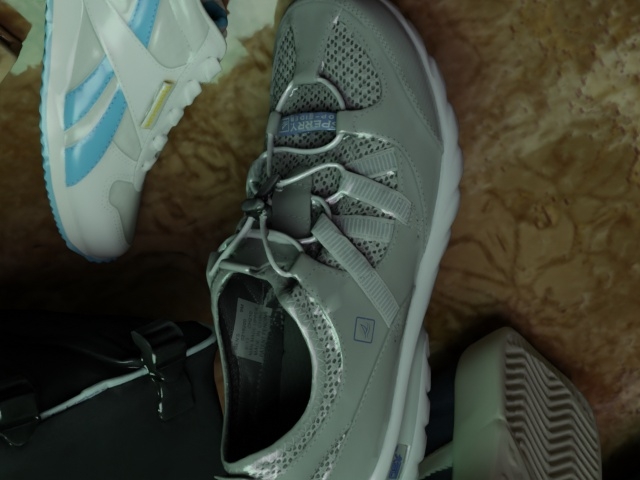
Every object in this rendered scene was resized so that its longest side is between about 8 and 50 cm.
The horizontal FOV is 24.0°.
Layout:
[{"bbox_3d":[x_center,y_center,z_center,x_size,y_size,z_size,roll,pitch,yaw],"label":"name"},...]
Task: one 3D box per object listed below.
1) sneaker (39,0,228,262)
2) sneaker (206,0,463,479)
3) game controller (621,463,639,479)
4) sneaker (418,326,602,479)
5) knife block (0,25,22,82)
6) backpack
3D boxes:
[{"bbox_3d":[-0.096,-0.088,0.787,0.092,0.087,0.229,4,120,-6],"label":"sneaker"},{"bbox_3d":[0.000,0.000,0.754,0.105,0.281,0.115,-10,166,41],"label":"sneaker"},{"bbox_3d":[0.204,0.234,0.944,0.319,0.067,0.166,-43,109,6],"label":"game controller"},{"bbox_3d":[0.065,0.195,0.797,0.148,0.350,0.131,-38,104,28],"label":"sneaker"},{"bbox_3d":[-0.308,-0.014,0.836,0.088,0.242,0.276,40,65,-21],"label":"knife block"},{"bbox_3d":[-0.185,0.129,0.797,0.253,0.225,0.191,7,111,41],"label":"backpack"}]
